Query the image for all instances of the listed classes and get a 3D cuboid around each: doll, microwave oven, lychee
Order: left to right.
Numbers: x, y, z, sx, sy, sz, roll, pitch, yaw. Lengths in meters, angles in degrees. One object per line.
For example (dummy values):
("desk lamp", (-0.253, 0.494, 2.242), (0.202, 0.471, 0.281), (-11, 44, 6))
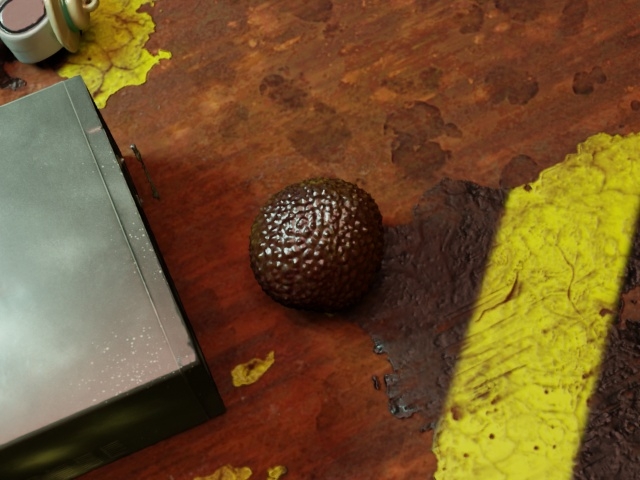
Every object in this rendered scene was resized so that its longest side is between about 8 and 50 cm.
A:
("doll", (-0.479, -0.301, 1.685), (0.208, 0.144, 0.271), (32, 79, 21))
("microwave oven", (-0.360, 0.067, 1.454), (0.374, 0.236, 0.432), (-22, 67, -6))
("lychee", (-0.002, 0.006, 1.499), (0.194, 0.194, 0.194), (-1, 67, 3))
